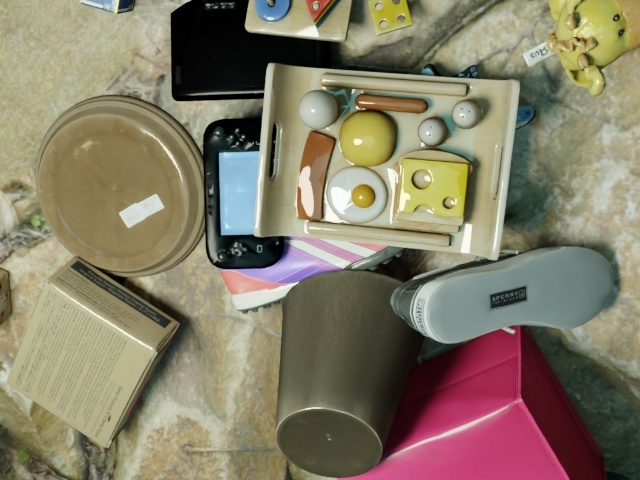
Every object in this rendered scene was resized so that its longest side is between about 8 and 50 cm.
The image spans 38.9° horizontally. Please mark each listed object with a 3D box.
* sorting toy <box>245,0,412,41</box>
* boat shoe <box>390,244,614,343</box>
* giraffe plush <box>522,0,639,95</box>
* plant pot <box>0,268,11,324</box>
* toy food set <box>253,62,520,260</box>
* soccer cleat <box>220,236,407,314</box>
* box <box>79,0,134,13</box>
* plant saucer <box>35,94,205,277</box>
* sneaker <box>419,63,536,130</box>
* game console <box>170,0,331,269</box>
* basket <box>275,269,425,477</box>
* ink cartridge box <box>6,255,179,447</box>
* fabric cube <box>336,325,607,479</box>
[{"bbox_3d":[-0.016,-0.325,1.142,0.275,0.046,0.132,9,86,11],"label":"sorting toy"},{"bbox_3d":[0.234,0.066,1.163,0.306,0.105,0.113,-13,104,-25],"label":"boat shoe"},{"bbox_3d":[0.321,-0.258,1.038,0.181,0.170,0.210,45,112,-3],"label":"giraffe plush"},{"bbox_3d":[-0.542,0.091,1.410,0.096,0.109,0.109,1,109,1],"label":"plant pot"},{"bbox_3d":[0.077,-0.098,1.111,0.306,0.092,0.219,6,97,10],"label":"toy food set"},{"bbox_3d":[0.000,0.000,1.242,0.318,0.108,0.116,-21,98,22],"label":"soccer cleat"},{"bbox_3d":[-0.273,-0.392,1.206,0.059,0.054,0.168,17,112,8],"label":"box"},{"bbox_3d":[-0.296,-0.072,1.325,0.278,0.041,0.277,4,108,12],"label":"plant saucer"},{"bbox_3d":[0.195,-0.184,1.153,0.162,0.063,0.073,16,107,8],"label":"sneaker"},{"bbox_3d":[-0.089,-0.142,1.201,0.213,0.044,0.361,-1,92,11],"label":"game console"},{"bbox_3d":[0.030,0.167,1.137,0.204,0.227,0.154,0,128,12],"label":"basket"},{"bbox_3d":[-0.347,0.171,1.373,0.193,0.088,0.234,33,122,1],"label":"ink cartridge box"},{"bbox_3d":[0.210,0.298,1.203,0.258,0.259,0.254,-29,99,19],"label":"fabric cube"}]
